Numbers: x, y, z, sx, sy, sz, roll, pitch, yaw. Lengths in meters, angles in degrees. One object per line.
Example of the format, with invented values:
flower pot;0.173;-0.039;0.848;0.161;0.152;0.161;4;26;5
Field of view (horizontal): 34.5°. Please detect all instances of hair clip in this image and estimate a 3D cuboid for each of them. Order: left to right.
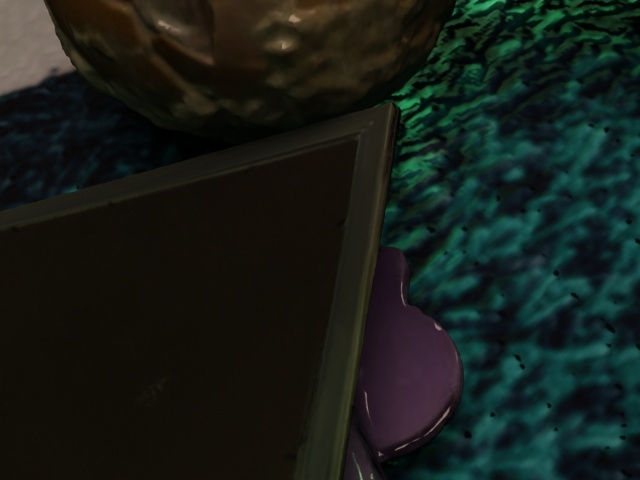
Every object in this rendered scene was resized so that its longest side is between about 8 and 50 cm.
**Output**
hair clip;-0.007;0.082;0.383;0.137;0.090;0.278;-27;40;8

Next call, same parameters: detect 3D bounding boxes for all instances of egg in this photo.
egg;-0.035;-0.140;0.462;0.195;0.195;0.233;-32;40;-12

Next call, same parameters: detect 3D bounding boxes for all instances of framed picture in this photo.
framed picture;-0.092;0.047;0.394;0.252;0.014;0.197;-12;45;26
